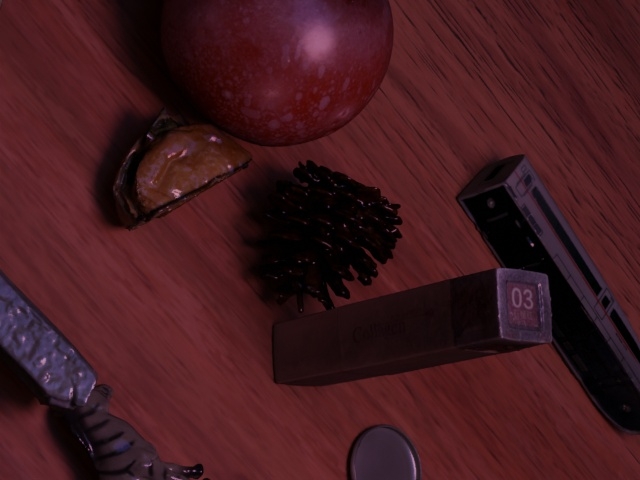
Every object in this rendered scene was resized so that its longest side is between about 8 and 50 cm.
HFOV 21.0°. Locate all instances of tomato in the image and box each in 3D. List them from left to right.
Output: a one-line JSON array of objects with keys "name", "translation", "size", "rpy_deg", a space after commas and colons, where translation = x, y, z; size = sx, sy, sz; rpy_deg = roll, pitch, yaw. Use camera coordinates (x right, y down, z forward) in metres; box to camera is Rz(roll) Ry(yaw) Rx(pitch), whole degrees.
[{"name": "tomato", "translation": [-0.040, -0.240, 1.919], "size": [0.270, 0.227, 0.270], "rpy_deg": [32, 41, -32]}]

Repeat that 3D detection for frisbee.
[{"name": "frisbee", "translation": [0.076, 0.273, 2.044], "size": [0.110, 0.014, 0.110], "rpy_deg": [12, 71, -37]}]

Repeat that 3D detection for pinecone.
[{"name": "pinecone", "translation": [0.000, 0.003, 1.958], "size": [0.163, 0.163, 0.165], "rpy_deg": [36, 74, -28]}]

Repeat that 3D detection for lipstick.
[{"name": "lipstick", "translation": [0.089, 0.099, 1.859], "size": [0.080, 0.371, 0.076], "rpy_deg": [7, 75, -39]}]

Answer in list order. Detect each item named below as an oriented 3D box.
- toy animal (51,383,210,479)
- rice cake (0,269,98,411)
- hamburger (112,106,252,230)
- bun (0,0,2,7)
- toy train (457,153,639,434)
[{"name": "toy animal", "translation": [-0.205, 0.261, 1.778], "size": [0.176, 0.073, 0.217], "rpy_deg": [18, 74, -20]}, {"name": "rice cake", "translation": [-0.305, 0.088, 1.713], "size": [0.063, 0.069, 0.206], "rpy_deg": [-44, 94, -16]}, {"name": "hamburger", "translation": [-0.166, -0.085, 1.889], "size": [0.176, 0.087, 0.102], "rpy_deg": [-32, 87, -31]}, {"name": "bun", "translation": [-0.407, -0.279, 1.692], "size": [0.220, 0.134, 0.220], "rpy_deg": [58, 18, -32]}, {"name": "toy train", "translation": [0.330, 0.075, 2.259], "size": [0.407, 0.086, 0.088], "rpy_deg": [56, 46, -16]}]
